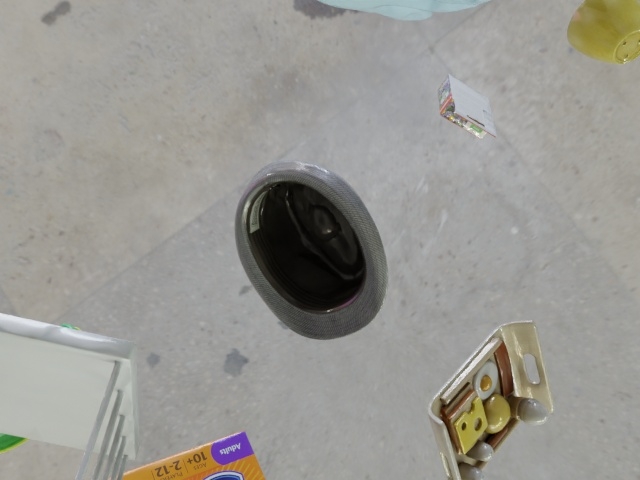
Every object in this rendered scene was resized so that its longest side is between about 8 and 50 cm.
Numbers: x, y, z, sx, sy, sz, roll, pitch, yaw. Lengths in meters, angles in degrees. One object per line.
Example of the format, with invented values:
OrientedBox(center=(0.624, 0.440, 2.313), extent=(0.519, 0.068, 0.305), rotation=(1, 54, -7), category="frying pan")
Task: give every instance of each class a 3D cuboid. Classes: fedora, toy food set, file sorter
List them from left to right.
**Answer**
OrientedBox(center=(-0.294, 0.212, 0.683), extent=(0.193, 0.277, 0.173), rotation=(13, 53, -4), category="file sorter")
OrientedBox(center=(0.000, 0.000, 1.079), extent=(0.244, 0.124, 0.275), rotation=(-31, 95, 34), category="fedora")
OrientedBox(center=(0.318, 0.315, 1.276), extent=(0.306, 0.092, 0.219), rotation=(-37, 119, -35), category="toy food set")

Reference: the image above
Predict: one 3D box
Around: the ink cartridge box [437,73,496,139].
OrientedBox(center=(0.177, -0.156, 0.865), extent=(0.063, 0.115, 0.029), rotation=(28, 124, -13), category="ink cartridge box")

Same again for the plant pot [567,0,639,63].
OrientedBox(center=(0.521, -0.367, 1.253), extent=(0.134, 0.134, 0.095), rotation=(-27, 52, 2), category="plant pot")

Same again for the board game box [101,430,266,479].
OrientedBox(center=(-0.277, 0.632, 1.329), extent=(0.356, 0.356, 0.356), rotation=(-12, 61, -32), category="board game box")

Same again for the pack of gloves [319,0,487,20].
OrientedBox(center=(0.044, -0.138, 0.326), extent=(0.232, 0.195, 0.046), rotation=(-4, 81, -31), category="pack of gloves")

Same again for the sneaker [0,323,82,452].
OrientedBox(center=(-0.584, 0.285, 1.424), extent=(0.109, 0.123, 0.295), rotation=(16, 52, 22), category="sneaker")
